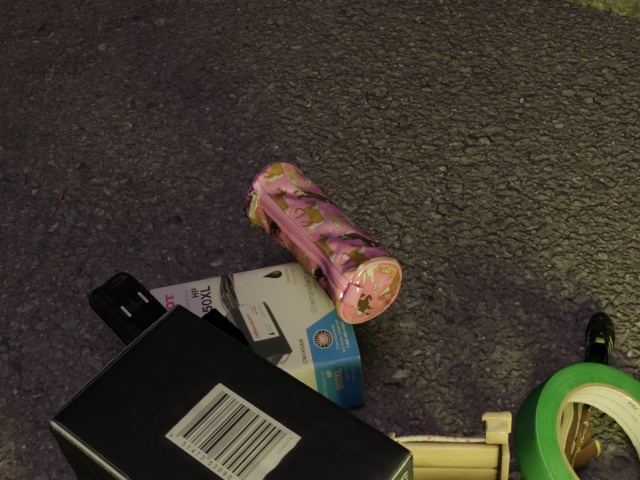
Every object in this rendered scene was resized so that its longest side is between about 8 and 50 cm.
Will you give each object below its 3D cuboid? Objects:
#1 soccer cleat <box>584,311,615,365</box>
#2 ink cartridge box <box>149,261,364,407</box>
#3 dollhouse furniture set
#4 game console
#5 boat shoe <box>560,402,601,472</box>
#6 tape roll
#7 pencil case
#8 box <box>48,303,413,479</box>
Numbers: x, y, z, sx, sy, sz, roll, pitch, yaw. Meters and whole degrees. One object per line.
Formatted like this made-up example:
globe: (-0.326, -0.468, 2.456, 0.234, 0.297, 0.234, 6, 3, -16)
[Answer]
soccer cleat: (0.566, 0.209, 1.950, 0.060, 0.072, 0.178, 10, 50, 14)
ink cartridge box: (-0.133, 0.214, 1.951, 0.395, 0.166, 0.285, -11, 47, -4)
dollhouse furniture set: (0.167, 0.347, 1.673, 0.304, 0.355, 0.173, 0, 47, 6)
game console: (-0.313, 0.173, 1.870, 0.213, 0.044, 0.361, -35, 53, -23)
boat shoe: (0.475, 0.381, 1.791, 0.095, 0.095, 0.257, 13, 50, 9)
tape roll: (0.502, 0.378, 1.710, 0.321, 0.077, 0.321, 12, 56, -18)
pencil case: (0.000, 0.000, 1.918, 0.167, 0.160, 0.386, -29, 51, -22)
box: (-0.118, 0.435, 1.542, 0.480, 0.471, 0.297, 29, 55, 28)
